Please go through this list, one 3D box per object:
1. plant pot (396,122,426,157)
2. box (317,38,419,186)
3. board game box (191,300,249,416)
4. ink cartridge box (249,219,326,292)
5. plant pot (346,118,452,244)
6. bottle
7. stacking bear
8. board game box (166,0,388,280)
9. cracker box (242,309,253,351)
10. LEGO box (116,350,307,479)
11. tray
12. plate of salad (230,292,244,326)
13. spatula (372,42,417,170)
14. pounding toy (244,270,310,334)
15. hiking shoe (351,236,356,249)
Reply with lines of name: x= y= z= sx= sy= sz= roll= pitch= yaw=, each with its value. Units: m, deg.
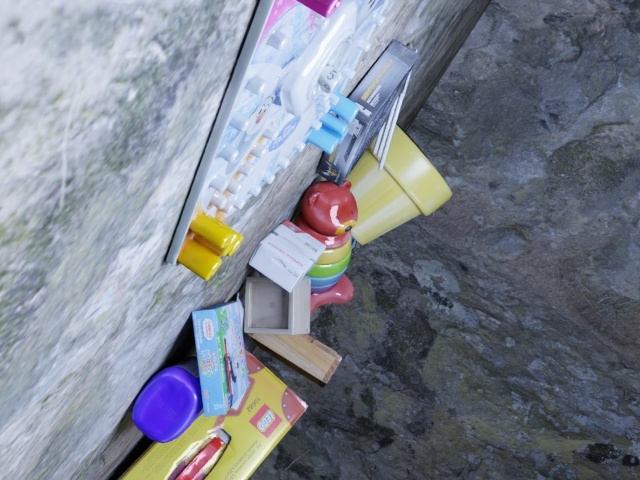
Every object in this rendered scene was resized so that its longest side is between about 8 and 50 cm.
plant pot: x=0.207 y=-0.227 z=1.902 sx=0.187 sy=0.167 sz=0.188 roll=-55 pitch=177 yaw=-7
box: x=0.081 y=-0.225 z=1.160 sx=0.183 sy=0.056 sz=0.231 roll=-56 pitch=177 yaw=-24
board game box: x=-0.162 y=0.187 z=1.059 sx=0.211 sy=0.039 sz=0.160 roll=39 pitch=43 yaw=-87
ink cartridge box: x=-0.061 y=0.027 z=1.203 sx=0.056 sy=0.099 sz=0.135 roll=-57 pitch=175 yaw=27
plant pot: x=0.138 y=-0.126 z=1.498 sx=0.239 sy=0.254 sz=0.254 roll=-40 pitch=178 yaw=8
bottle: x=-0.230 y=0.259 z=1.097 sx=0.118 sy=0.092 sz=0.283 roll=-52 pitch=176 yaw=0
stacking bear: x=0.000 y=0.000 z=1.339 sx=0.176 sy=0.164 sz=0.288 roll=-17 pitch=143 yaw=-30
board game box: x=0.011 y=-0.184 z=0.674 sx=0.390 sy=0.050 sz=0.390 roll=-51 pitch=174 yaw=-49
cracker box: x=-0.191 y=0.242 z=1.619 sx=0.232 sy=0.067 sz=0.155 roll=-53 pitch=173 yaw=-30
LEGO box: x=-0.292 y=0.528 z=1.394 sx=0.500 sy=0.193 sz=0.372 roll=-45 pitch=171 yaw=-32
tray: x=-0.057 y=0.275 z=1.567 sx=0.076 sy=0.203 sz=0.411 roll=-57 pitch=173 yaw=-13
plate of salad: x=-0.181 y=0.201 z=1.265 sx=0.200 sy=0.048 sz=0.199 roll=-175 pitch=-90 yaw=-84
spatula: x=0.149 y=-0.271 z=1.279 sx=0.168 sy=0.019 sz=0.241 roll=-95 pitch=-162 yaw=-67
pounding toy: x=-0.091 y=0.120 z=1.277 sx=0.100 sy=0.141 sz=0.130 roll=11 pitch=79 yaw=-63
hiking shoe: x=0.067 y=-0.059 z=1.832 sx=0.304 sy=0.113 sz=0.131 roll=-49 pitch=148 yaw=-64
